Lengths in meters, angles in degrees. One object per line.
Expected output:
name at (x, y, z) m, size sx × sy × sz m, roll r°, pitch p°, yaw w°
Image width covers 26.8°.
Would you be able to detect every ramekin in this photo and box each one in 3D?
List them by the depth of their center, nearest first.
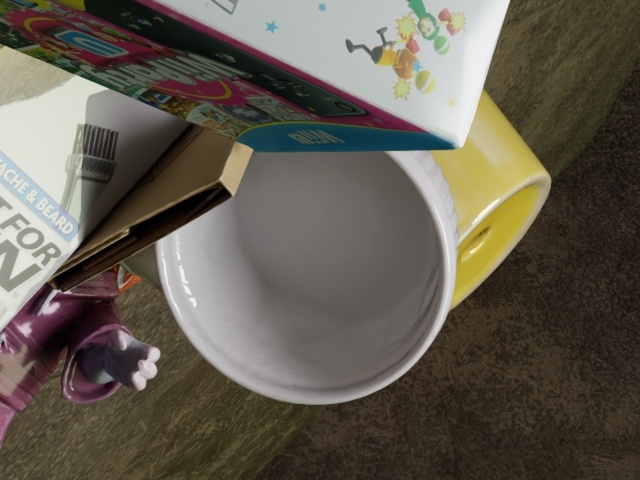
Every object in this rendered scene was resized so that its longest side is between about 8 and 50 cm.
ramekin at (0.000, 0.000, 0.932) m, size 0.207 × 0.207 × 0.109 m, roll -57°, pitch 174°, yaw 23°

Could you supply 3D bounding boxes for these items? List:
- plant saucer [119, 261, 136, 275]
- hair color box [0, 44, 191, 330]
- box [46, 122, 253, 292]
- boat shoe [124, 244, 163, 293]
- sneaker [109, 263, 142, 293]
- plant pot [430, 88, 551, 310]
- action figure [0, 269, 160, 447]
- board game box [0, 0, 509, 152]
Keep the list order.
plant saucer at (-0.063, -0.142, 1.223) m, size 0.400 × 0.100 × 0.400 m, roll -41°, pitch 161°, yaw -17°
hair color box at (-0.197, -0.091, 0.804) m, size 0.339 × 0.110 × 0.185 m, roll -50°, pitch 129°, yaw -9°
box at (-0.090, -0.068, 0.871) m, size 0.164 × 0.021 × 0.201 m, roll -27°, pitch -151°, yaw 36°
boat shoe at (-0.118, 0.012, 1.113) m, size 0.063 × 0.066 × 0.184 m, roll -55°, pitch 178°, yaw -9°
sneaker at (-0.190, 0.013, 1.368) m, size 0.175 × 0.064 × 0.067 m, roll -28°, pitch 174°, yaw -45°
plant pot at (0.044, -0.066, 1.079) m, size 0.254 × 0.239 × 0.254 m, roll -41°, pitch 162°, yaw -17°
action figure at (-0.244, 0.095, 1.001) m, size 0.370 × 0.248 × 0.276 m, roll -45°, pitch 165°, yaw -12°
board game box at (-0.097, -0.138, 0.615) m, size 0.224 × 0.303 × 0.097 m, roll 6°, pitch -104°, yaw 63°
